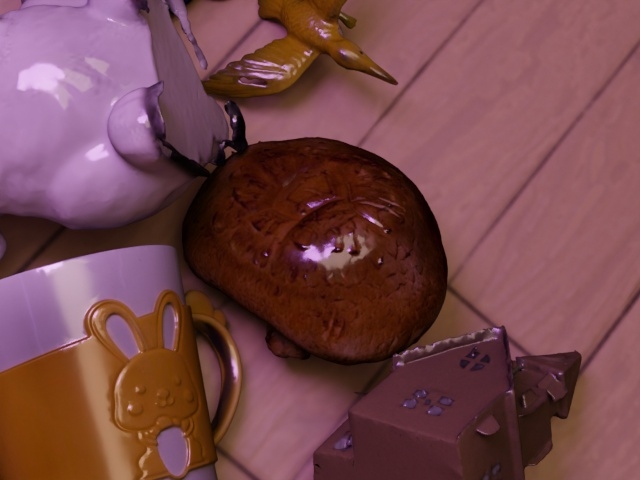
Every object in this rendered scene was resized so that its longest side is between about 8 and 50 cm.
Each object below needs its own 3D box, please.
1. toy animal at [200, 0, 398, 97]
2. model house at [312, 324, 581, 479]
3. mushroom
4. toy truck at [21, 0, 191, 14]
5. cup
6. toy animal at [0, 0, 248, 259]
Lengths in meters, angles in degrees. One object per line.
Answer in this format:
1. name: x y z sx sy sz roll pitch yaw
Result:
1. toy animal: 0.009 -0.190 1.218 0.155 0.095 0.219 32 106 -2
2. model house: 0.129 0.149 1.125 0.248 0.176 0.181 -32 124 -40
3. mushroom: -0.001 -0.008 1.120 0.231 0.138 0.194 26 67 19
4. toy truck: -0.150 -0.275 1.203 0.155 0.124 0.268 41 66 10
5. cup: -0.151 0.122 1.058 0.241 0.185 0.226 -8 78 -43
6. toy animal: -0.256 -0.076 1.051 0.357 0.258 0.194 -16 56 11
